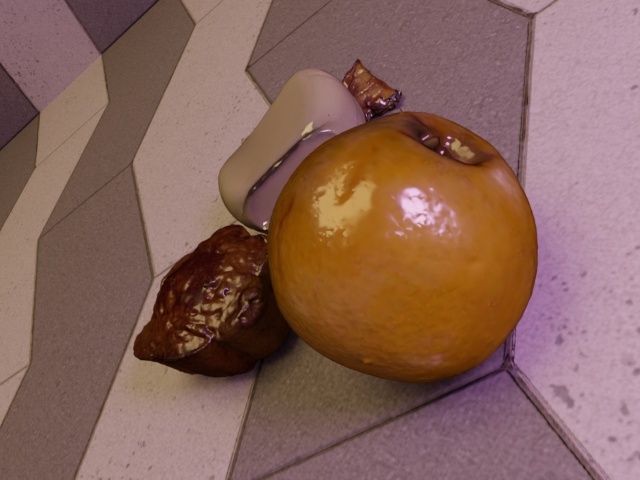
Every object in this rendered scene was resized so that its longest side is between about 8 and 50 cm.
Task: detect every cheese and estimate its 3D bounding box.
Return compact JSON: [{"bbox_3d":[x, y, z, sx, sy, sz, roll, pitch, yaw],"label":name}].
[{"bbox_3d":[-0.045,-0.134,1.063,0.266,0.127,0.233,-45,36,14],"label":"cheese"}]

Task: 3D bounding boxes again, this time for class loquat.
[{"bbox_3d":[0.081,0.015,0.690,0.274,0.275,0.275,-29,40,28],"label":"loquat"}]

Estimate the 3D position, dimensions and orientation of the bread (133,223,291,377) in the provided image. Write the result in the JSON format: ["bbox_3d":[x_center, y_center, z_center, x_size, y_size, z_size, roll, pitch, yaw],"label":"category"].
[{"bbox_3d":[-0.139,0.084,0.964,0.246,0.135,0.232,-14,48,42],"label":"bread"}]

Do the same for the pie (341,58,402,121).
[{"bbox_3d":[0.070,-0.237,1.113,0.092,0.034,0.170,-50,38,7],"label":"pie"}]
